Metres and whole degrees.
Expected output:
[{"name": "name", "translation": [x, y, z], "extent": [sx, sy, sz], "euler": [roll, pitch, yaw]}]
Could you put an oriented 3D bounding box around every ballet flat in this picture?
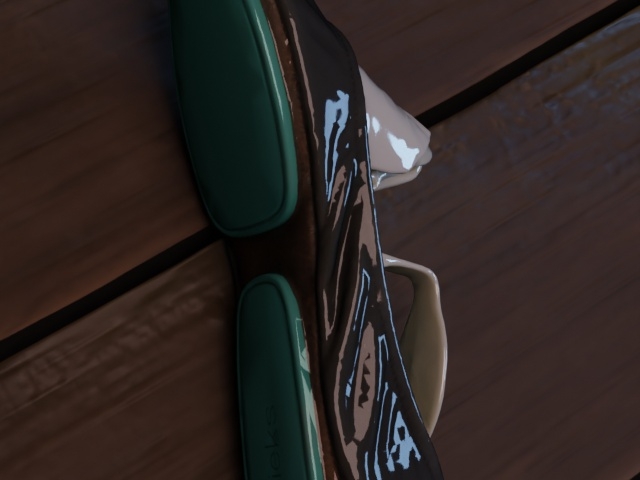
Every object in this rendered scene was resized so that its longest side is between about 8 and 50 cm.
[{"name": "ballet flat", "translation": [0.000, 0.000, 0.713], "extent": [0.096, 0.095, 0.281], "euler": [-9, 92, -34]}]
